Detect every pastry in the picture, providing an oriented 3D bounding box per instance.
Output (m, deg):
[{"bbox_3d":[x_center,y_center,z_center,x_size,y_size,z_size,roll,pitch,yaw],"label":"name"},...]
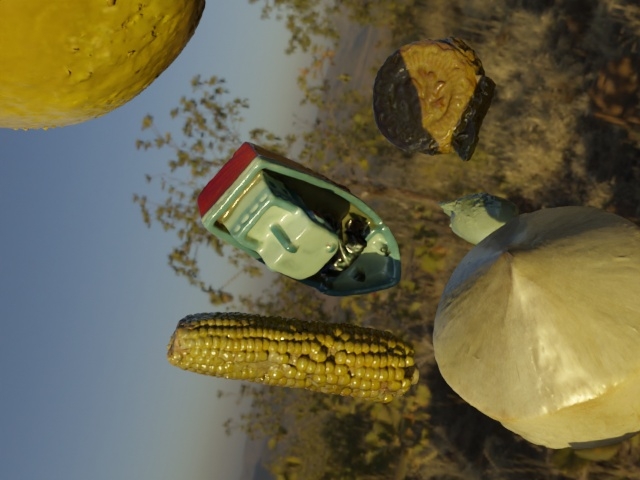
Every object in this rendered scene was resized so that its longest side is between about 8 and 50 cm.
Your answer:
[{"bbox_3d":[0.230,-0.287,1.539,0.132,0.235,0.240,-3,-74,-67],"label":"pastry"}]

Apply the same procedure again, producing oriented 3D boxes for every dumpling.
[{"bbox_3d":[0.339,-0.042,1.535,0.153,0.219,0.108,-15,-50,-57],"label":"dumpling"}]

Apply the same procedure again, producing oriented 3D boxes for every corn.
[{"bbox_3d":[-0.023,0.139,0.934,0.097,0.320,0.097,-170,90,-71],"label":"corn"}]

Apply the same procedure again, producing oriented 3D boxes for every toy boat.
[{"bbox_3d":[0.000,0.000,1.010,0.145,0.332,0.133,-47,50,14],"label":"toy boat"}]

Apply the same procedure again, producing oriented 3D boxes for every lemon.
[{"bbox_3d":[-0.172,-0.178,0.438,0.263,0.236,0.236,-80,4,-67],"label":"lemon"}]

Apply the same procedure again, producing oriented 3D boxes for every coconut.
[{"bbox_3d":[0.293,0.101,0.944,0.329,0.329,0.328,-167,90,-87],"label":"coconut"}]
